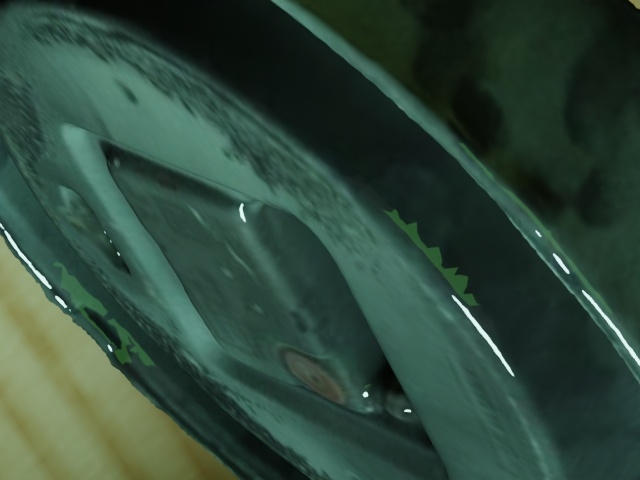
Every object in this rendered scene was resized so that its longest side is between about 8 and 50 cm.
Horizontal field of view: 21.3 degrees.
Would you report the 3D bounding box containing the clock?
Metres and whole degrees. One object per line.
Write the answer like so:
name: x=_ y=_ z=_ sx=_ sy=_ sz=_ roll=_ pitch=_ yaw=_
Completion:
clock: x=0.000 y=0.001 z=0.474 sx=0.061 sy=0.312 sz=0.312 roll=-47 pitch=116 yaw=-21
